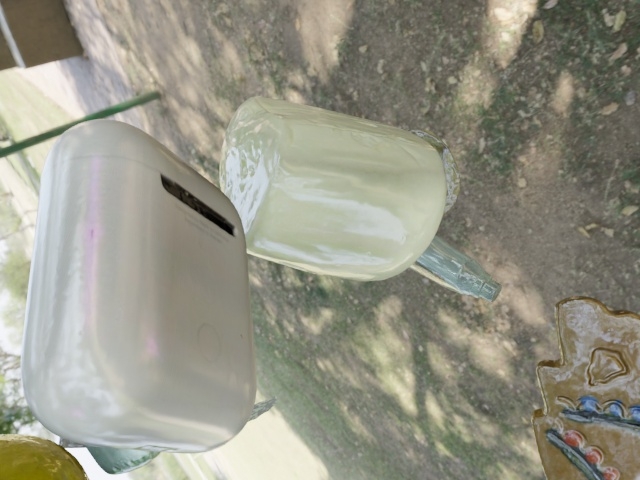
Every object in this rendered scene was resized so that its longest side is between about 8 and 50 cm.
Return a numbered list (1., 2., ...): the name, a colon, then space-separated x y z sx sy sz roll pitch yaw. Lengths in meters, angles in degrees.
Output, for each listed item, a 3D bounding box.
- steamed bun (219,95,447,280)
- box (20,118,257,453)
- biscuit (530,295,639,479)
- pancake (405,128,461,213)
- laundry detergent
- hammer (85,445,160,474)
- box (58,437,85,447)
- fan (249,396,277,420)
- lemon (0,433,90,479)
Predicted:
1. steamed bun: -0.008 -0.091 1.015 0.456 0.371 0.290 -115 37 -66
2. box: -0.186 0.053 0.610 0.288 0.141 0.349 40 -145 -55
3. biscuit: 0.403 0.229 0.718 0.278 0.043 0.301 28 101 10
4. pancake: 0.223 -0.146 1.304 0.242 0.242 0.050 63 -169 0
5. laundry detergent: 0.408 0.082 1.779 0.398 0.125 0.264 32 168 31
6. hammer: -0.248 0.185 0.849 0.119 0.335 0.206 -21 101 33
7. box: -0.508 0.416 1.393 0.301 0.301 0.216 141 127 -64
8. fan: -0.213 0.508 1.570 0.131 0.240 0.009 -17 90 49
9. lemon: -0.489 0.453 0.772 0.348 0.348 0.348 42 147 36
